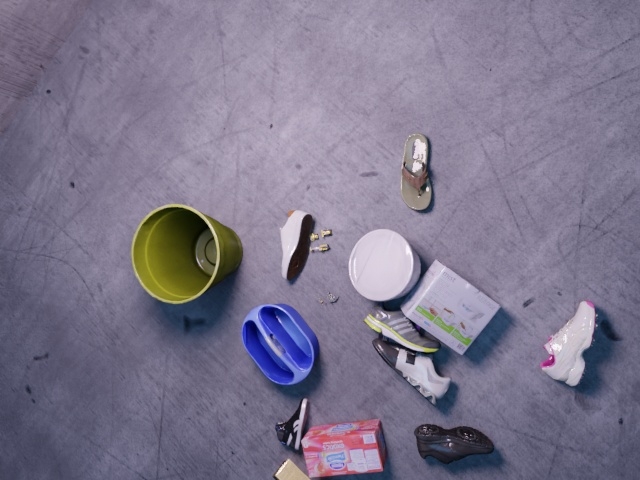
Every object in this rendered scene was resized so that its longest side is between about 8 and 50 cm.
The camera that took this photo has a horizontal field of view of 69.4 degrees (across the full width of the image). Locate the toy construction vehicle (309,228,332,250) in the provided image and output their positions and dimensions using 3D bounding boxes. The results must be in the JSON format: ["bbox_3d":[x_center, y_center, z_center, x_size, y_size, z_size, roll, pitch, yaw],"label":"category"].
[{"bbox_3d":[0.000,0.000,1.896,0.098,0.035,0.085,-7,88,15],"label":"toy construction vehicle"}]

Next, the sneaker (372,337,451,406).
[{"bbox_3d":[0.351,0.465,1.773,0.330,0.122,0.146,40,84,11],"label":"sneaker"}]

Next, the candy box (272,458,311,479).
[{"bbox_3d":[-0.045,1.013,1.832,0.316,0.183,0.087,39,63,11],"label":"candy box"}]

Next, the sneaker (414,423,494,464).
[{"bbox_3d":[0.501,0.774,1.739,0.286,0.109,0.130,-2,96,24],"label":"sneaker"}]

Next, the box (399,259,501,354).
[{"bbox_3d":[0.467,0.240,1.680,0.262,0.127,0.231,34,96,-7],"label":"box"}]

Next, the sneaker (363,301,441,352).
[{"bbox_3d":[0.317,0.327,1.748,0.300,0.111,0.121,25,91,11],"label":"sneaker"}]

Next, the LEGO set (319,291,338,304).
[{"bbox_3d":[0.034,0.241,1.893,0.083,0.023,0.054,-36,82,12],"label":"LEGO set"}]

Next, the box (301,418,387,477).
[{"bbox_3d":[0.097,0.815,1.817,0.300,0.142,0.154,-14,87,15],"label":"box"}]

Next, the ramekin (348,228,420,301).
[{"bbox_3d":[0.251,0.099,1.744,0.273,0.127,0.272,-9,73,34],"label":"ramekin"}]

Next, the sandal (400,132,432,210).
[{"bbox_3d":[0.359,-0.263,1.771,0.120,0.086,0.302,-3,89,15],"label":"sandal"}]

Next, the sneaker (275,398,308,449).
[{"bbox_3d":[-0.124,0.749,1.909,0.121,0.079,0.216,11,94,13],"label":"sneaker"}]

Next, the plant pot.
[{"bbox_3d":[-0.494,0.047,1.866,0.367,0.353,0.366,0,91,15],"label":"plant pot"}]

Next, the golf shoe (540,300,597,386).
[{"bbox_3d":[0.872,0.352,1.625,0.140,0.115,0.306,15,93,18],"label":"golf shoe"}]

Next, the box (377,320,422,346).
[{"bbox_3d":[0.313,0.353,1.816,0.162,0.029,0.116,11,92,14],"label":"box"}]

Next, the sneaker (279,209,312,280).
[{"bbox_3d":[-0.119,0.015,1.910,0.123,0.106,0.290,19,96,37],"label":"sneaker"}]

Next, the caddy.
[{"bbox_3d":[-0.163,0.413,1.869,0.241,0.179,0.341,-42,80,11],"label":"caddy"}]
